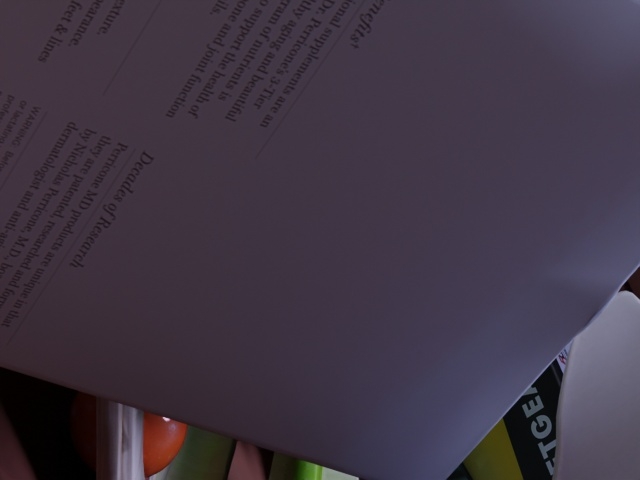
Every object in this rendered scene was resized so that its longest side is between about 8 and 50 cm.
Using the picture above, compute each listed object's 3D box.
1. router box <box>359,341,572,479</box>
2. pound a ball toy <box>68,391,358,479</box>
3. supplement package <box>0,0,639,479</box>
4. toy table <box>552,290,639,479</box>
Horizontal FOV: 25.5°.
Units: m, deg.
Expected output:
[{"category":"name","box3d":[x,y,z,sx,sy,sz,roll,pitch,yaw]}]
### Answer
[{"category":"router box","box3d":[0.096,0.235,0.768,0.081,0.243,0.308,23,37,-44]},{"category":"pound a ball toy","box3d":[-0.047,0.112,0.694,0.319,0.136,0.208,-79,171,-80]},{"category":"supplement package","box3d":[-0.033,-0.078,0.472,0.263,0.199,0.198,22,30,-27]},{"category":"toy table","box3d":[0.115,0.163,0.488,0.252,0.161,0.274,56,-3,1]}]
